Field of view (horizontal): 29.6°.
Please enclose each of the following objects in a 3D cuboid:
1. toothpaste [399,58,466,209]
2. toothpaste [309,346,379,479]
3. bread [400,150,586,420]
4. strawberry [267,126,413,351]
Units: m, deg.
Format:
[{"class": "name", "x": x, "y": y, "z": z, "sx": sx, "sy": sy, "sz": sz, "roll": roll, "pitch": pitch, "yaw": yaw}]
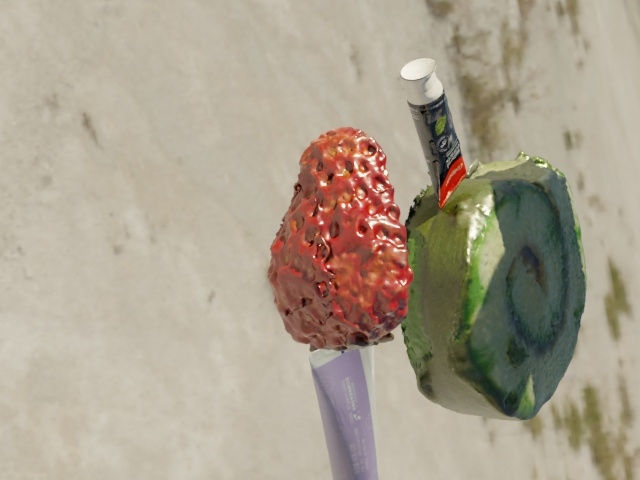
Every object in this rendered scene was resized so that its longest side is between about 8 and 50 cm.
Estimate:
[{"class": "toothpaste", "x": 0.142, "y": -0.131, "z": 1.468, "sx": 0.071, "sy": 0.045, "sz": 0.194, "roll": -51, "pitch": 136, "yaw": -33}, {"class": "toothpaste", "x": 0.053, "y": 0.311, "z": 2.041, "sx": 0.125, "sy": 0.080, "sz": 0.371, "roll": -24, "pitch": 130, "yaw": -24}, {"class": "bread", "x": 0.243, "y": 0.050, "z": 1.626, "sx": 0.366, "sy": 0.129, "sz": 0.382, "roll": 43, "pitch": 56, "yaw": -48}, {"class": "strawberry", "x": 0.000, "y": 0.000, "z": 1.260, "sx": 0.111, "sy": 0.190, "sz": 0.237, "roll": -3, "pitch": 91, "yaw": -34}]
